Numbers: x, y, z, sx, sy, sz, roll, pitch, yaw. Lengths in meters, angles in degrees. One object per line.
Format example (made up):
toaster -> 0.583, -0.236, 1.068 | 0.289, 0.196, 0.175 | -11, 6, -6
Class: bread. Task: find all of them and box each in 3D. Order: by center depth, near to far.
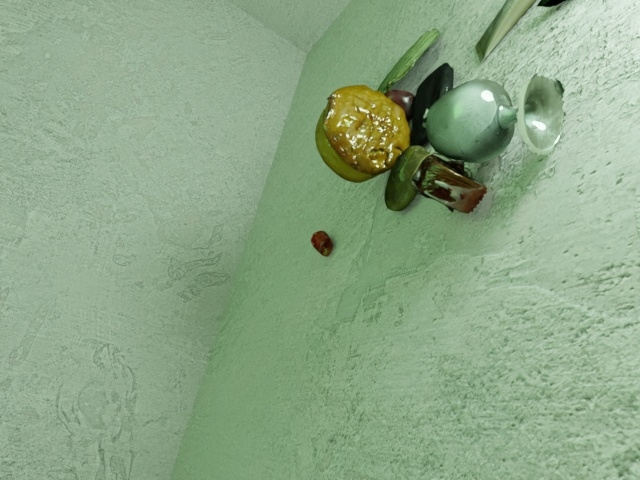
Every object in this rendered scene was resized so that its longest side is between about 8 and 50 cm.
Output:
bread -> 0.360, -0.170, 1.280 | 0.212, 0.224, 0.143 | 49, 118, 49
bread -> 0.158, -0.404, 1.710 | 0.215, 0.397, 0.399 | 138, 150, -59

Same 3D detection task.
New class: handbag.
handbag -> 0.416, -0.498, 1.668 | 0.191, 0.074, 0.333 | -35, 38, 49

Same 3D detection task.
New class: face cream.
face cream -> 0.635, -0.762, 1.492 | 0.341, 0.084, 0.137 | -53, 22, 43

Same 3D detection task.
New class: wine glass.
wine glass -> 0.450, -0.320, 1.204 | 0.322, 0.237, 0.238 | 5, 71, 58

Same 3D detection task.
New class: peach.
peach -> 0.324, -0.556, 1.848 | 0.152, 0.152, 0.152 | -46, 29, 35

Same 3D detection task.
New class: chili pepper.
chili pepper -> 0.000, 0.000, 2.025 | 0.086, 0.084, 0.192 | -45, 30, 1

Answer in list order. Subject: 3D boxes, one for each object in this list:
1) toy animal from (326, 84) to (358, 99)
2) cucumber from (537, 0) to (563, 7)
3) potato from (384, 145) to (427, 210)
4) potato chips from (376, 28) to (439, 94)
toy animal -> 0.161, -0.748, 2.356 | 0.255, 0.238, 0.177 | -1, -92, -72
cucumber -> 0.745, -0.752, 1.249 | 0.300, 0.072, 0.072 | -35, 37, 48
potato -> 0.296, -0.216, 1.585 | 0.251, 0.113, 0.149 | -61, 22, 7
potato chips -> 0.354, -0.742, 1.989 | 0.429, 0.070, 0.358 | -53, 9, -6
